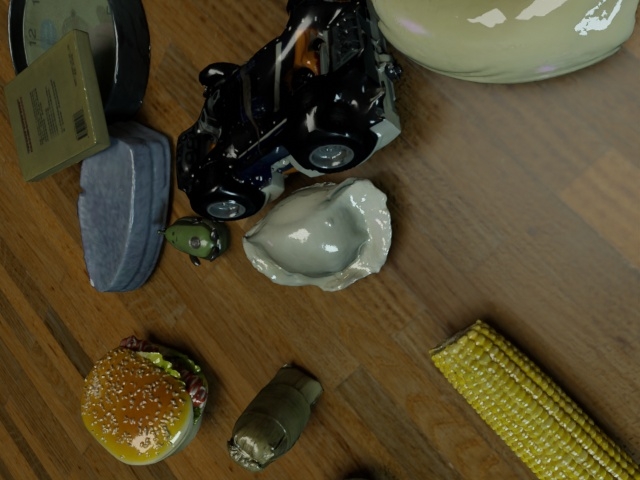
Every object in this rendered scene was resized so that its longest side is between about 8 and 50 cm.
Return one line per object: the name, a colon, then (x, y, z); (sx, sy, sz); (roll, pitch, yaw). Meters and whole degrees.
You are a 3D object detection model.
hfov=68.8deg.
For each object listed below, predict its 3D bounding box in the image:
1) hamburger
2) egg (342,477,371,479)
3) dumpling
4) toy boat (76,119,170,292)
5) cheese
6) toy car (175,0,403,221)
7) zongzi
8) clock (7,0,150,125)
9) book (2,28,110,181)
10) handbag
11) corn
hamburger: (-0.280, 0.249, 0.742); (0.210, 0.173, 0.116); (25, 152, 24)
egg: (0.039, 0.376, 0.605); (0.114, 0.114, 0.152); (39, 110, 17)
dumpling: (0.000, 0.000, 0.545); (0.188, 0.108, 0.127); (-21, 118, 19)
toy boat: (-0.305, -0.038, 0.726); (0.127, 0.078, 0.283); (24, 112, 20)
cheese: (0.155, -0.262, 0.366); (0.233, 0.127, 0.266); (26, 113, 23)
toy car: (-0.052, -0.135, 0.519); (0.301, 0.118, 0.193); (-24, 62, 37)
zongzi: (-0.081, 0.271, 0.624); (0.078, 0.160, 0.176); (34, 116, 14)
clock: (-0.378, -0.297, 0.715); (0.280, 0.055, 0.280); (8, 107, 28)
book: (-0.394, -0.186, 0.688); (0.231, 0.026, 0.161); (-10, 92, 35)
handbag: (-0.184, -0.003, 0.680); (0.111, 0.047, 0.072); (10, 107, 26)
corn: (0.221, 0.184, 0.468); (0.248, 0.081, 0.081); (46, 121, 13)
